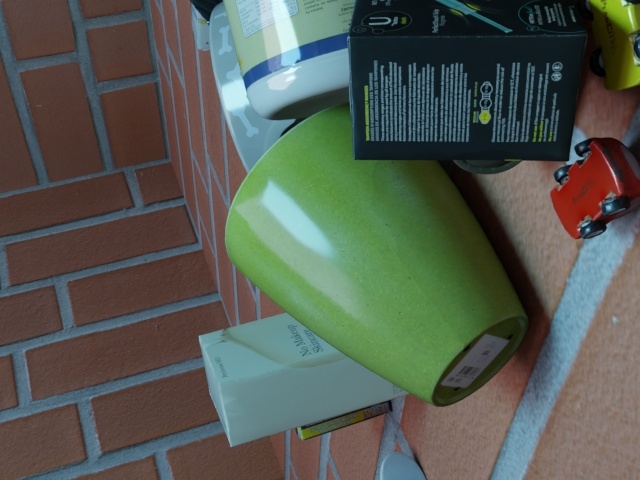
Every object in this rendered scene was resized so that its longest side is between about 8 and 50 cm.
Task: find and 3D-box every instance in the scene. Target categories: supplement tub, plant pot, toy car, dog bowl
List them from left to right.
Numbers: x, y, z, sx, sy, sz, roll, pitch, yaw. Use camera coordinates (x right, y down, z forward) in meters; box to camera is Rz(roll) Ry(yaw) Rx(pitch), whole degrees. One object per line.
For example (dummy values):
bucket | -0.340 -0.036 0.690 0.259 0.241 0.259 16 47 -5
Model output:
dog bowl | -0.056 -0.204 1.222 0.349 0.102 0.349 -14 -90 -78
supplement tub | -0.003 -0.312 0.946 0.228 0.228 0.316 169 87 -75
plant pot | 0.085 0.036 0.959 0.293 0.274 0.275 48 152 31
toy car | 0.249 -0.064 0.584 0.225 0.053 0.239 -123 23 -51

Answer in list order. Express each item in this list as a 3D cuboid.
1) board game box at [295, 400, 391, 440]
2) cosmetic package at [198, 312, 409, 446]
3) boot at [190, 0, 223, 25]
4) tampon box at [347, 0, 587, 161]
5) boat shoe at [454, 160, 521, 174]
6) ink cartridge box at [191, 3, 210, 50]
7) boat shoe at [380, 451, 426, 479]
board game box | 0.027 0.251 1.464 0.048 0.170 0.141 -163 61 -71
cosmetic package | -0.012 0.184 1.275 0.160 0.309 0.113 -134 34 -61
boot | -0.126 -0.414 1.477 0.348 0.131 0.260 58 -167 -29
tampon box | 0.105 -0.131 0.638 0.120 0.161 0.101 -78 -12 -53
boat shoe | 0.160 -0.206 0.717 0.104 0.110 0.307 -84 -3 -52
ink cartridge box | -0.194 -0.474 1.702 0.175 0.127 0.072 107 147 -62
boat shoe | 0.154 0.464 1.392 0.229 0.080 0.076 64 161 14
